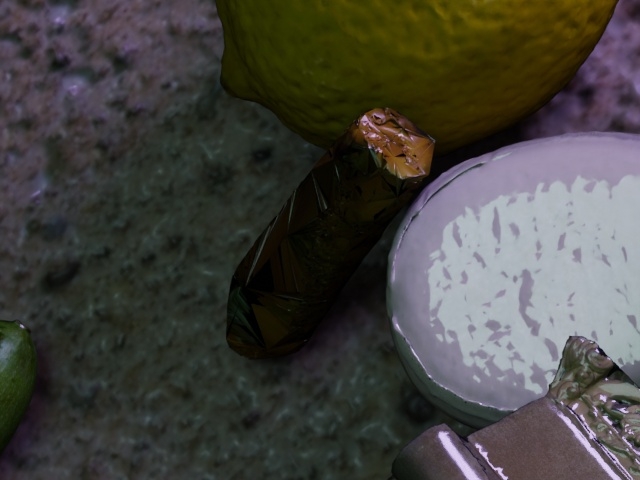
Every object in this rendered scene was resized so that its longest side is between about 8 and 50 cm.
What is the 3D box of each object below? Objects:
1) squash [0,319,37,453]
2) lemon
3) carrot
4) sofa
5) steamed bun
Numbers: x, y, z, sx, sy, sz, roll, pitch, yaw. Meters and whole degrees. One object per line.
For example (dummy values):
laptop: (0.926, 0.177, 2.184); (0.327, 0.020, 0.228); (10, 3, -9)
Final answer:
squash: (-0.339, 0.196, 1.225); (0.395, 0.107, 0.107); (-41, 59, 2)
lemon: (0.059, -0.177, 1.126); (0.267, 0.267, 0.267); (-9, 66, 20)
carrot: (0.000, -0.001, 1.112); (0.229, 0.069, 0.069); (-53, 46, 49)
sofa: (0.132, 0.207, 0.934); (0.182, 0.258, 0.200); (-36, 60, -9)
steamed bun: (0.155, 0.029, 1.065); (0.228, 0.131, 0.177); (-12, 74, 16)
